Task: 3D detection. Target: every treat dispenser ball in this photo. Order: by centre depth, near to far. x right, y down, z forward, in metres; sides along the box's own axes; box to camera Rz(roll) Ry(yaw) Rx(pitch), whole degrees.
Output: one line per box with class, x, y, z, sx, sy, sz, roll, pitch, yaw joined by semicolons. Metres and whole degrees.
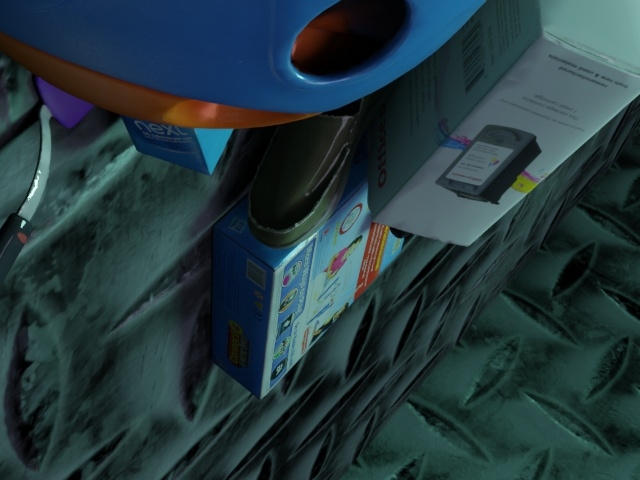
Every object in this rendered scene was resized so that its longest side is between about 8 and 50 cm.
treat dispenser ball;-0.042;-0.191;0.436;0.288;0.288;0.288;-48;162;-21

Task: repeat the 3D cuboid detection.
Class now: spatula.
spatula;-0.196;-0.037;0.706;0.084;0.030;0.297;76;34;-68

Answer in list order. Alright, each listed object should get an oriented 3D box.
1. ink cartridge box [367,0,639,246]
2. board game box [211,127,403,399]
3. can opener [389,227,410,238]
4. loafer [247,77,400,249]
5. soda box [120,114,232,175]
ink cartridge box;0.170;-0.169;1.038;0.306;0.131;0.226;130;-31;-51
board game box;0.000;0.000;1.272;0.302;0.086;0.308;-45;161;-30
can opener;0.131;-0.051;1.283;0.186;0.073;0.059;-45;155;-58
loafer;-0.007;-0.111;1.055;0.251;0.094;0.087;-63;158;-3
soda box;-0.107;-0.131;0.724;0.210;0.067;0.071;79;32;-64
